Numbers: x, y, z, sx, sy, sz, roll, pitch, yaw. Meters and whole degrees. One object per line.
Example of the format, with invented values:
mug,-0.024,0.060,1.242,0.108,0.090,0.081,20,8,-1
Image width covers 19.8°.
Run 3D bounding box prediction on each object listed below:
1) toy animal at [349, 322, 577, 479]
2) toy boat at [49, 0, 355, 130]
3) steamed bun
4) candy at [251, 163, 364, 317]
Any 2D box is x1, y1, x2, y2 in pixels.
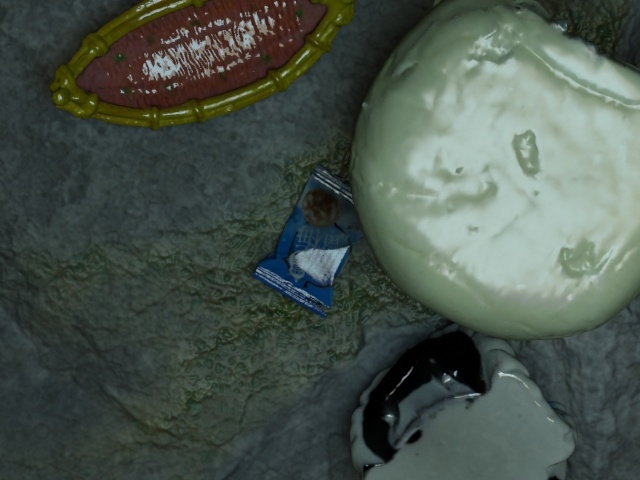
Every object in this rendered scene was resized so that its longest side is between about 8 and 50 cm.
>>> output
toy animal,0.148,0.195,1.869,0.208,0.156,0.204,-38,103,17
toy boat,-0.114,-0.191,1.826,0.318,0.099,0.141,-19,102,-6
steamed bun,0.189,-0.066,1.803,0.334,0.233,0.312,39,94,0
candy,0.001,0.001,1.891,0.088,0.038,0.136,31,86,5
